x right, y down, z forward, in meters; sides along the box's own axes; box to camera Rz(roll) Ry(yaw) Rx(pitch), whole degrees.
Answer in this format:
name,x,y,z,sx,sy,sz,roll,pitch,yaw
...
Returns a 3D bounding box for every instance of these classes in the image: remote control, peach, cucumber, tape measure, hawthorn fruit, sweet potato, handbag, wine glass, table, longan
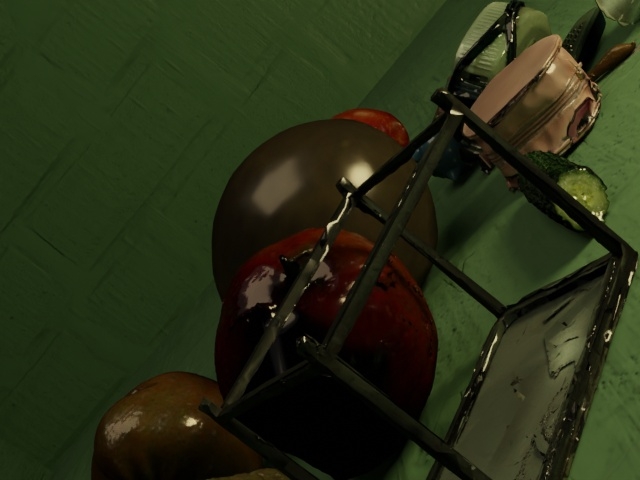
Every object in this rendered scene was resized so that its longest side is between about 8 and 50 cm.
name,x,y,z,sx,sy,sz,roll,pitch,yaw
remote control,0.404,-0.292,1.597,0.072,0.042,0.222,-35,21,57
peach,0.092,-0.183,2.143,0.243,0.200,0.243,-18,-3,-1
cucumber,0.294,-0.069,1.258,0.077,0.077,0.265,-50,8,7
tape measure,0.290,-0.260,1.603,0.235,0.115,0.207,-55,-33,-18
hawthorn fruit,-0.217,0.335,1.552,0.268,0.267,0.301,-48,2,20
sweet potato,0.420,-0.259,1.472,0.115,0.026,0.026,-45,12,40
hawthorn fruit,0.007,0.139,1.215,0.316,0.316,0.316,-49,11,13
handbag,0.308,-0.186,1.446,0.205,0.116,0.179,-45,13,29
wine glass,0.487,-0.402,1.432,0.183,0.122,0.122,-34,20,53
table,0.102,0.088,0.978,0.222,0.272,0.335,-38,17,52
longan,0.000,0.000,1.563,0.404,0.336,0.405,-29,54,48

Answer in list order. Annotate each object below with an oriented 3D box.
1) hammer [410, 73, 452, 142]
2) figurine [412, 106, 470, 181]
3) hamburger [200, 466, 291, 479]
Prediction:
name,x,y,z,sx,sy,sz,roll,pitch,yaw
hammer,0.267,-0.287,2.183,0.111,0.033,0.288,-41,14,41
figurine,0.243,-0.195,1.756,0.144,0.114,0.178,-27,-43,-67
hamburger,-0.113,0.356,1.091,0.211,0.308,0.133,-115,20,-73
